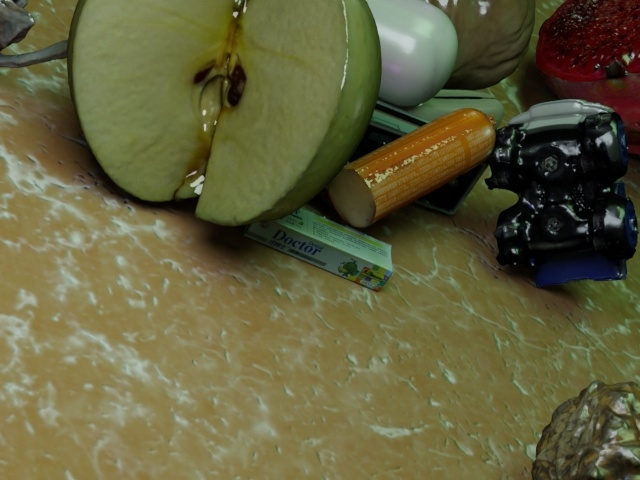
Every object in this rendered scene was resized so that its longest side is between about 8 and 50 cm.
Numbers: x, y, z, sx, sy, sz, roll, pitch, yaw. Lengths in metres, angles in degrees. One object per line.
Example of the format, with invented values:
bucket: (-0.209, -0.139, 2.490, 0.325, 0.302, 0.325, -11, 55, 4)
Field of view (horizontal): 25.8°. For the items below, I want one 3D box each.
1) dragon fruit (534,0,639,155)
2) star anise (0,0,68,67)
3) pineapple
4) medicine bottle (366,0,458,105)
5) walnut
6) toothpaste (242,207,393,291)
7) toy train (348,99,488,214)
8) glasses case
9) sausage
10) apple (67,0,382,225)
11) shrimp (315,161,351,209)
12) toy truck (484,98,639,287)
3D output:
dragon fruit: (0.511, -0.256, 1.999, 0.371, 0.386, 0.249, -55, 128, -35)
star anise: (-0.356, -0.228, 1.377, 0.209, 0.089, 0.231, -21, 55, -39)
pineapple: (0.365, 0.274, 1.319, 0.361, 0.175, 0.175, 33, 31, -19)
medicine bottle: (0.000, -0.266, 1.643, 0.341, 0.130, 0.130, 26, 31, 10)
walnut: (0.151, -0.312, 1.818, 0.273, 0.227, 0.273, 24, 39, -21)
toothpaste: (0.000, 0.000, 1.448, 0.164, 0.034, 0.046, 23, 34, -18)
toy train: (-0.006, -0.142, 1.581, 0.407, 0.086, 0.088, 19, 34, -23)
glasses case: (0.153, -0.147, 1.741, 0.204, 0.081, 0.051, -4, 46, -47)
sausage: (0.114, -0.088, 1.519, 0.234, 0.071, 0.071, -28, 66, -36)
apple: (-0.088, -0.162, 1.361, 0.295, 0.258, 0.233, 13, 17, 7)
shrimp: (0.016, -0.065, 1.531, 0.165, 0.056, 0.065, 27, 47, -29)
toy truck: (0.297, -0.057, 1.624, 0.177, 0.161, 0.213, -13, 96, -61)
